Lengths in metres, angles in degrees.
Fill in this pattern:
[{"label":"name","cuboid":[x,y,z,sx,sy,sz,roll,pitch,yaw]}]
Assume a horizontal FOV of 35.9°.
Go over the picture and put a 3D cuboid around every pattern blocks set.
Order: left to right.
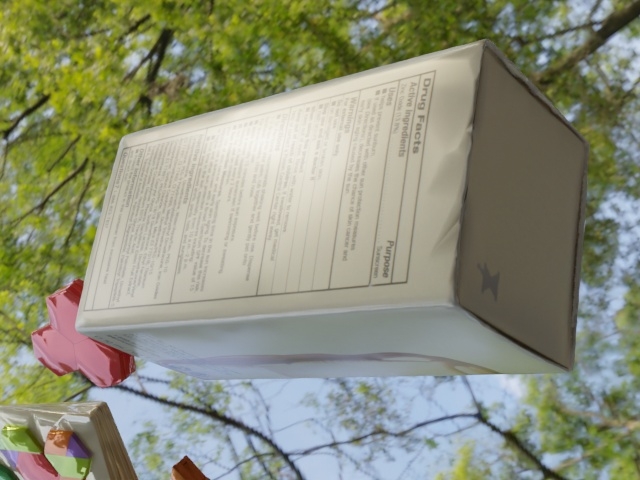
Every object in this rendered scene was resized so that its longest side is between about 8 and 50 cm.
[{"label":"pattern blocks set","cuboid":[-0.199,0.200,0.773,0.026,0.285,0.325,-43,-68,-55]}]

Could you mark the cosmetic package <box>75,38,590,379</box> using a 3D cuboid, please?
[{"label":"cosmetic package","cuboid":[0.000,0.000,0.611,0.129,0.296,0.153,30,-117,-43]}]
